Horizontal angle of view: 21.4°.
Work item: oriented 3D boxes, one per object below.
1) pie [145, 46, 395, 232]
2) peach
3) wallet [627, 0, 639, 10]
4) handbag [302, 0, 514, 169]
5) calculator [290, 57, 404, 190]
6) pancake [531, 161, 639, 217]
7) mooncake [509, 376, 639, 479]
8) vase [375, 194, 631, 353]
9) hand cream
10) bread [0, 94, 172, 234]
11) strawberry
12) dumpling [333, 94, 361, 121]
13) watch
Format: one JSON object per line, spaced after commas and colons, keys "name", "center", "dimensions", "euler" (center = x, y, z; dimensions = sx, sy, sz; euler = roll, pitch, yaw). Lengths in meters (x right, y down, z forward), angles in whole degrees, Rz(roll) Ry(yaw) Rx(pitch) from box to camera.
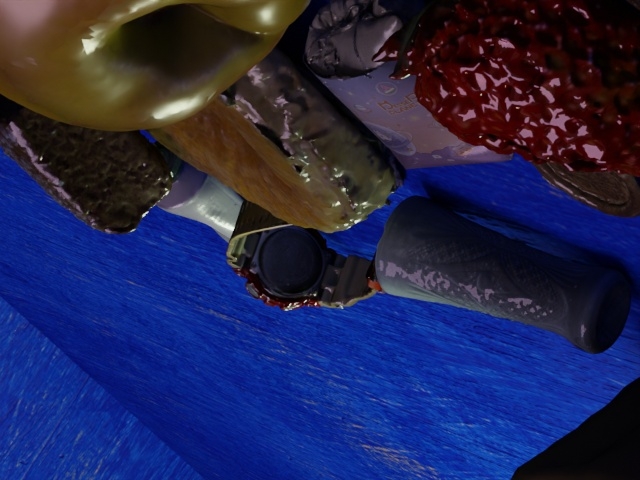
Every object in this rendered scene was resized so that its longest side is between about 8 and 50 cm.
{"name": "pie", "center": [-0.089, -0.124, 1.445], "dimensions": [0.339, 0.083, 0.339], "euler": [34, 171, 6]}
{"name": "peach", "center": [-0.151, -0.231, 1.059], "dimensions": [0.308, 0.289, 0.289], "euler": [57, 173, 24]}
{"name": "wallet", "center": [0.128, -0.213, 0.981], "dimensions": [0.232, 0.031, 0.122], "euler": [37, 168, 1]}
{"name": "handbag", "center": [0.066, -0.125, 1.251], "dimensions": [0.117, 0.095, 0.173], "euler": [-4, 147, 43]}
{"name": "calculator", "center": [-0.046, -0.136, 1.542], "dimensions": [0.274, 0.028, 0.166], "euler": [32, 167, 16]}
{"name": "pancake", "center": [0.202, -0.054, 1.314], "dimensions": [0.115, 0.011, 0.115], "euler": [34, 164, 11]}
{"name": "mooncake", "center": [0.375, 0.320, 1.424], "dimensions": [0.467, 0.262, 0.467], "euler": [49, 159, 26]}
{"name": "vase", "center": [0.163, 0.033, 1.501], "dimensions": [0.219, 0.096, 0.096], "euler": [19, 158, 35]}
{"name": "hand cream", "center": [-0.095, -0.011, 1.943], "dimensions": [0.121, 0.076, 0.336], "euler": [23, 167, 39]}
{"name": "bread", "center": [-0.272, -0.125, 1.677], "dimensions": [0.165, 0.113, 0.416], "euler": [44, 177, -25]}
{"name": "strawberry", "center": [0.160, -0.089, 1.112], "dimensions": [0.228, 0.098, 0.174], "euler": [32, 155, -15]}
{"name": "dumpling", "center": [0.037, -0.127, 1.389], "dimensions": [0.076, 0.057, 0.052], "euler": [14, 131, -19]}
{"name": "watch", "center": [0.002, 0.003, 1.731], "dimensions": [0.165, 0.102, 0.268], "euler": [25, 161, -22]}
